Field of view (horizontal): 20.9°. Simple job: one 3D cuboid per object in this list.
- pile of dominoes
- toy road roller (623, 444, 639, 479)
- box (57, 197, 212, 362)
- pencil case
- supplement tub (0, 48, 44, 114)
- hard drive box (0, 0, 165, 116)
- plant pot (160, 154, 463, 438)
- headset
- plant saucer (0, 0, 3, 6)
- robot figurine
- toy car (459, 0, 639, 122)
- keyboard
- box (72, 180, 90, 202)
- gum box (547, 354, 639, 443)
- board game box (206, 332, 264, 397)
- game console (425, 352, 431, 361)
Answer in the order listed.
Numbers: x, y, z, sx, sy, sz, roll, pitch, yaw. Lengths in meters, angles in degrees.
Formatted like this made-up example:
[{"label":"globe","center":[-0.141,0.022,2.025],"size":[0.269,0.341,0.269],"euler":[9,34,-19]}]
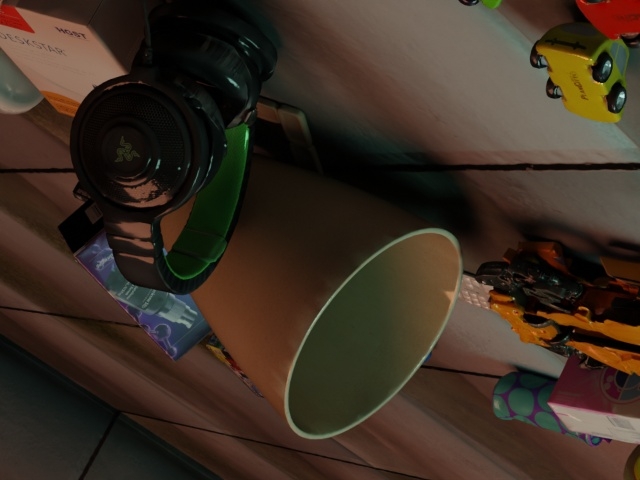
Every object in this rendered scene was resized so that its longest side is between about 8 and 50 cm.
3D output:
[{"label":"pile of dominoes","center":[-0.071,-0.105,1.920],"size":[0.196,0.040,0.251],"euler":[21,154,24]},{"label":"toy road roller","center":[0.543,0.367,2.124],"size":[0.329,0.241,0.202],"euler":[62,-179,30]},{"label":"box","center":[-0.197,0.020,2.145],"size":[0.207,0.153,0.108],"euler":[48,179,-28]},{"label":"pencil case","center":[0.294,0.212,2.194],"size":[0.152,0.064,0.070],"euler":[15,143,38]},{"label":"supplement tub","center":[-0.395,-0.210,1.935],"size":[0.190,0.117,0.117],"euler":[14,159,36]},{"label":"hard drive box","center":[-0.231,-0.204,1.748],"size":[0.181,0.089,0.232],"euler":[17,160,30]},{"label":"plant pot","center":[-0.036,0.025,1.824],"size":[0.274,0.256,0.256],"euler":[37,170,29]},{"label":"headset","center":[-0.107,-0.124,1.585],"size":[0.185,0.243,0.394],"euler":[10,133,18]},{"label":"plant saucer","center":[-0.427,-0.303,1.618],"size":[0.311,0.050,0.310],"euler":[9,129,11]},{"label":"robot figurine","center":[0.299,0.075,1.750],"size":[0.291,0.085,0.211],"euler":[13,158,38]},{"label":"toy car","center":[0.156,-0.186,1.261],"size":[0.225,0.053,0.239],"euler":[28,163,0]},{"label":"keyboard","center":[0.228,0.075,1.982],"size":[0.256,0.014,0.072],"euler":[18,161,28]},{"label":"box","center":[-0.267,-0.070,2.234],"size":[0.083,0.067,0.018],"euler":[25,163,12]},{"label":"gum box","center":[0.350,0.158,1.850],"size":[0.188,0.107,0.062],"euler":[7,149,43]},{"label":"board game box","center":[-0.052,0.208,2.729],"size":[0.194,0.060,0.194],"euler":[16,159,32]},{"label":"game console","center":[0.009,0.052,2.235],"size":[0.250,0.173,0.293],"euler":[-5,160,2]}]
